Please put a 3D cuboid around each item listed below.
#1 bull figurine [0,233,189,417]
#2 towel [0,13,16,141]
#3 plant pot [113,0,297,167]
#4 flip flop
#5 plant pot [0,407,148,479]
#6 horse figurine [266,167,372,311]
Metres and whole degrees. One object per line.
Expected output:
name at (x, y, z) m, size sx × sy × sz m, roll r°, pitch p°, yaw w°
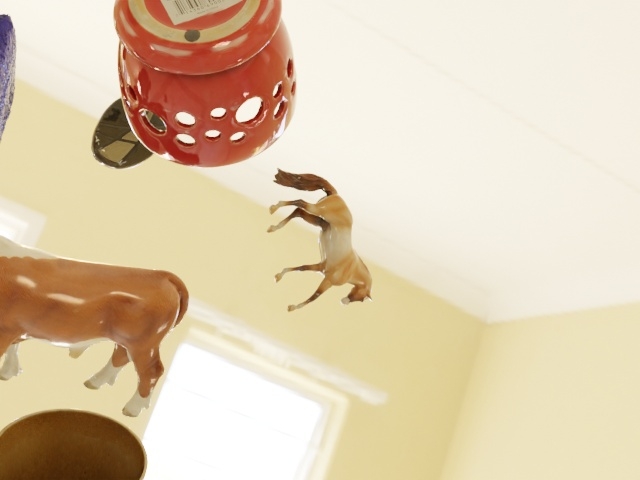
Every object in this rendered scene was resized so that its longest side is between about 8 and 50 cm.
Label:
bull figurine at (-0.307, 0.082, 1.293) m, size 0.310 × 0.188 × 0.101 m, roll 10°, pitch 17°, yaw -6°
towel at (-0.489, -0.145, 1.660) m, size 0.076 × 0.308 × 0.227 m, roll 14°, pitch -20°, yaw -17°
plant pot at (-0.121, -0.200, 1.207) m, size 0.191 × 0.191 × 0.174 m, roll 16°, pitch -32°, yaw 12°
flip flop at (-0.319, -0.222, 2.009) m, size 0.112 × 0.277 × 0.080 m, roll 30°, pitch -41°, yaw -19°
plant pot at (-0.399, 0.435, 1.811) m, size 0.237 × 0.237 × 0.254 m, roll 16°, pitch -61°, yaw 10°
horse figurine at (0.000, 0.000, 1.926) m, size 0.174 × 0.263 × 0.066 m, roll -16°, pitch 12°, yaw -23°
